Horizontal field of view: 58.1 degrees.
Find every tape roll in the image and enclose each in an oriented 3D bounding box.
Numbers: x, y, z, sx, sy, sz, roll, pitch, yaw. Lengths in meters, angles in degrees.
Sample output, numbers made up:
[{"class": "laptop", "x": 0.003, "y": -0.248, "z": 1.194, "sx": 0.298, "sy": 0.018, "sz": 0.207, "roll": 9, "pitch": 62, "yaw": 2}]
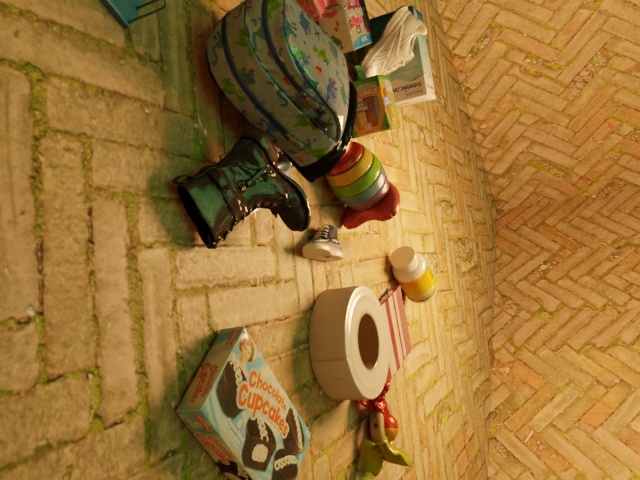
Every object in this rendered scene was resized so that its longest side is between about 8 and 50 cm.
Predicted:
[{"class": "tape roll", "x": 0.078, "y": 0.259, "z": 1.456, "sx": 0.286, "sy": 0.100, "sz": 0.286, "roll": 29, "pitch": 57, "yaw": -59}]

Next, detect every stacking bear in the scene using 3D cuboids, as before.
[{"class": "stacking bear", "x": 0.076, "y": -0.192, "z": 1.544, "sx": 0.289, "sy": 0.175, "sz": 0.164, "roll": 50, "pitch": 41, "yaw": -34}]

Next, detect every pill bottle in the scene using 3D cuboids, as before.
[{"class": "pill bottle", "x": 0.313, "y": 0.113, "z": 1.952, "sx": 0.208, "sy": 0.117, "sz": 0.117, "roll": 54, "pitch": 37, "yaw": -42}]

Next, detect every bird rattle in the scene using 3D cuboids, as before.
[{"class": "bird rattle", "x": 0.156, "y": 0.500, "z": 1.565, "sx": 0.207, "sy": 0.143, "sz": 0.253, "roll": 52, "pitch": 23, "yaw": -63}]

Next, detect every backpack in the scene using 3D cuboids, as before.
[{"class": "backpack", "x": -0.072, "y": -0.340, "z": 1.205, "sx": 0.355, "sy": 0.273, "sz": 0.290, "roll": 28, "pitch": 52, "yaw": -30}]

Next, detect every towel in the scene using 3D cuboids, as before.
[{"class": "towel", "x": 0.201, "y": 0.301, "z": 1.764, "sx": 0.329, "sy": 0.037, "sz": 0.237, "roll": -31, "pitch": 112, "yaw": -60}]

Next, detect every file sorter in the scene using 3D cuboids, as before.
[{"class": "file sorter", "x": -0.291, "y": -0.456, "z": 0.934, "sx": 0.118, "sy": 0.104, "sz": 0.170, "roll": 52, "pitch": 39, "yaw": -44}]

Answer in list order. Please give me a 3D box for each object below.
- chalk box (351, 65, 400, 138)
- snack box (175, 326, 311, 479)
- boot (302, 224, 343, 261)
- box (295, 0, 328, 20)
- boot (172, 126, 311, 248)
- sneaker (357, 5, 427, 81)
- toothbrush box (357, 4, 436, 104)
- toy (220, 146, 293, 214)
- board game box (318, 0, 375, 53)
[{"class": "chalk box", "x": 0.151, "y": -0.438, "z": 1.783, "sx": 0.132, "sy": 0.132, "sz": 0.213, "roll": -32, "pitch": 111, "yaw": -62}, {"class": "snack box", "x": -0.126, "y": 0.338, "z": 1.062, "sx": 0.322, "sy": 0.060, "sz": 0.187, "roll": 64, "pitch": 30, "yaw": -30}, {"class": "boot", "x": 0.000, "y": 0.000, "z": 1.430, "sx": 0.190, "sy": 0.069, "sz": 0.086, "roll": 25, "pitch": 53, "yaw": -69}, {"class": "box", "x": -0.086, "y": -0.659, "z": 1.387, "sx": 0.257, "sy": 0.122, "sz": 0.128, "roll": 59, "pitch": 35, "yaw": -38}, {"class": "boot", "x": -0.146, "y": -0.064, "z": 1.097, "sx": 0.229, "sy": 0.091, "sz": 0.263, "roll": -52, "pitch": 123, "yaw": -35}, {"class": "sneaker", "x": 0.221, "y": -0.588, "z": 1.833, "sx": 0.129, "sy": 0.297, "sz": 0.111, "roll": 36, "pitch": 23, "yaw": 2}, {"class": "toothbrush box", "x": 0.250, "y": -0.601, "z": 1.942, "sx": 0.126, "sy": 0.216, "sz": 0.295, "roll": -13, "pitch": 93, "yaw": -64}, {"class": "toy", "x": -0.113, "y": -0.150, "z": 1.250, "sx": 0.237, "sy": 0.056, "sz": 0.137, "roll": -44, "pitch": 120, "yaw": -59}, {"class": "board game box", "x": 0.055, "y": -0.723, "z": 1.726, "sx": 0.224, "sy": 0.097, "sz": 0.303, "roll": -49, "pitch": 127, "yaw": -57}]
